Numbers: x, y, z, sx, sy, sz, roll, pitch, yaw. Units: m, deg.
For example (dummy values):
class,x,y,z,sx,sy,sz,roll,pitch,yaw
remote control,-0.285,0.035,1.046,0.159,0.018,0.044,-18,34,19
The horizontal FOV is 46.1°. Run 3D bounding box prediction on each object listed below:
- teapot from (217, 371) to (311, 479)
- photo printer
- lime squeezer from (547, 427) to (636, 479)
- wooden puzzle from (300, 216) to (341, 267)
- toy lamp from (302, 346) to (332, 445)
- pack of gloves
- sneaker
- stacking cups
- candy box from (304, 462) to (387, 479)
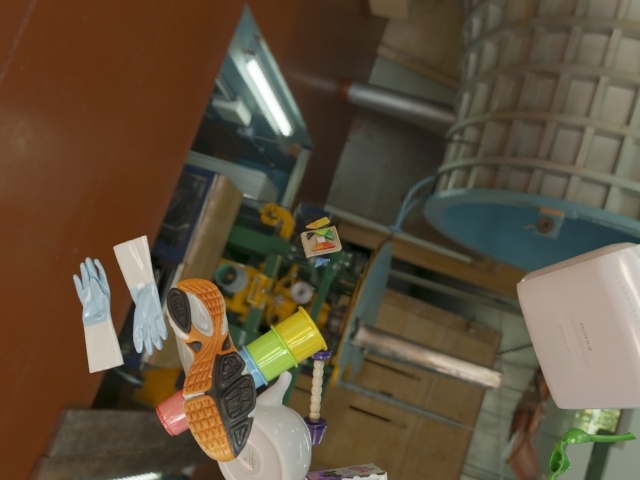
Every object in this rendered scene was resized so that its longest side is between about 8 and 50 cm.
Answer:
class,x,y,z,sx,sy,sz,roll,pitch,yaw
teapot,-0.111,0.488,1.786,0.187,0.252,0.256,-17,153,-53
photo printer,0.459,0.143,1.203,0.307,0.107,0.255,142,-68,-70
lime squeezer,0.533,0.472,1.599,0.310,0.110,0.059,-35,-169,-22
wooden puzzle,0.000,0.000,1.503,0.014,0.079,0.116,79,-11,-48
toy lamp,-0.014,0.436,2.106,0.080,0.080,0.274,-21,114,-74
pack of gloves,-0.392,0.129,1.499,0.046,0.195,0.232,8,66,-66
sneaker,-0.149,0.187,1.057,0.121,0.099,0.262,95,-18,-58
stacking cups,-0.146,0.235,1.349,0.316,0.096,0.096,-29,155,-10
candy box,0.062,0.628,1.929,0.165,0.196,0.070,137,-52,-77
